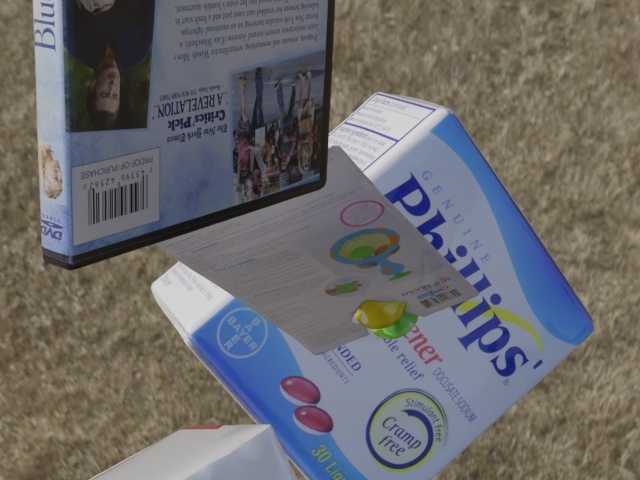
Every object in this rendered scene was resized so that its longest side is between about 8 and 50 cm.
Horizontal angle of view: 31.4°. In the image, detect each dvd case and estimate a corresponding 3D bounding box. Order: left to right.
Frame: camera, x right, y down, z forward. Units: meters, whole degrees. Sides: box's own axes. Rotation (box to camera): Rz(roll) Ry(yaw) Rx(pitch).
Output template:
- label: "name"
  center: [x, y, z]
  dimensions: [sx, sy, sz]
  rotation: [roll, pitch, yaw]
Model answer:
- label: "dvd case"
  center: [-0.052, -0.128, 0.500]
  dimensions: [0.022, 0.253, 0.180]
  rotation: [15, 22, 34]

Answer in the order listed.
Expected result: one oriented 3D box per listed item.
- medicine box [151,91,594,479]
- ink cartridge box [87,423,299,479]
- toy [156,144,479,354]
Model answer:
- label: "medicine box"
  center: [0.048, 0.060, 1.020]
  dimensions: [0.289, 0.263, 0.149]
  rotation: [-41, 23, -7]
- label: "ink cartridge box"
  center: [-0.055, 0.188, 0.504]
  dimensions: [0.127, 0.128, 0.176]
  rotation: [-27, 93, -26]
- label: "toy"
  center: [0.000, 0.000, 0.754]
  dimensions: [0.137, 0.237, 0.056]
  rotation: [-22, 55, 19]
